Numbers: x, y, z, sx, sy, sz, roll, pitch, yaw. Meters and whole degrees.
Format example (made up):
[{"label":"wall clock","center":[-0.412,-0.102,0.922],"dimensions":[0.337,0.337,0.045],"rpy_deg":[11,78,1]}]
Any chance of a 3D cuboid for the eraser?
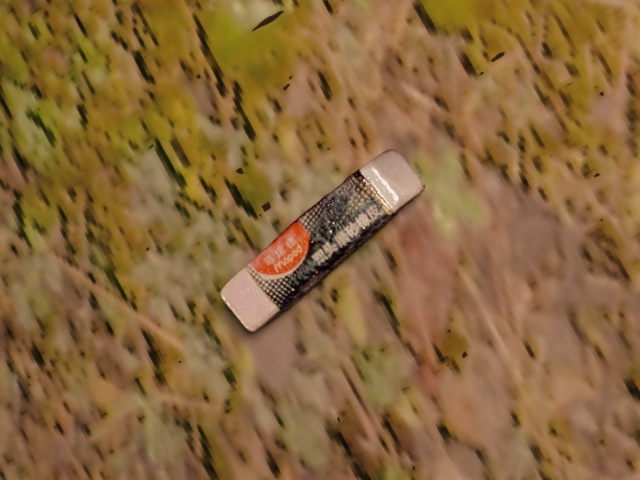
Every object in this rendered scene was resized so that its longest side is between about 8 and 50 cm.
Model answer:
[{"label":"eraser","center":[0.000,0.000,0.746],"dimensions":[0.099,0.019,0.027],"rpy_deg":[-41,82,16]}]
